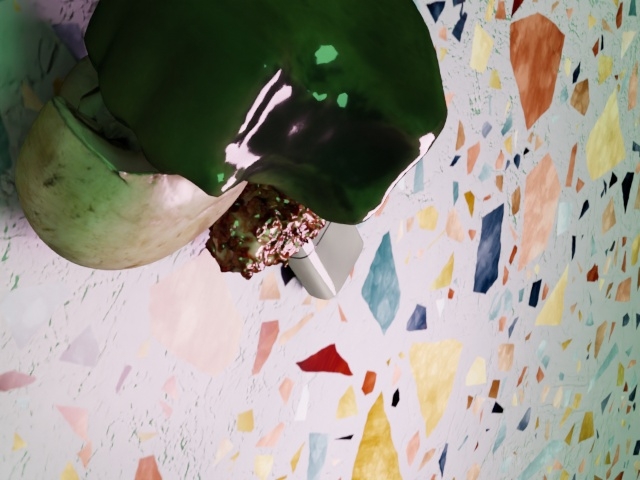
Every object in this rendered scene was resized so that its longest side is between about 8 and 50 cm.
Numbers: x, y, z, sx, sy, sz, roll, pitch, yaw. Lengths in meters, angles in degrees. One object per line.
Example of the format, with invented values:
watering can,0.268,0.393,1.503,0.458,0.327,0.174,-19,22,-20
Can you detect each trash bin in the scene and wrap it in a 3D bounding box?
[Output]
trash bin,0.000,0.000,1.508,0.116,0.059,0.130,-59,144,-23

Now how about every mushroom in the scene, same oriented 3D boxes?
mushroom,-0.206,-0.068,1.107,0.189,0.195,0.254,-52,158,25

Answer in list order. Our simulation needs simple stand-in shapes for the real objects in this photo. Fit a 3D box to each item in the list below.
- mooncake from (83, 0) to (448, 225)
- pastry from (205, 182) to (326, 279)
mooncake,-0.052,-0.178,1.052,0.351,0.351,0.187,-23,160,-50
pastry,-0.058,-0.037,1.363,0.208,0.115,0.097,-36,154,-45
